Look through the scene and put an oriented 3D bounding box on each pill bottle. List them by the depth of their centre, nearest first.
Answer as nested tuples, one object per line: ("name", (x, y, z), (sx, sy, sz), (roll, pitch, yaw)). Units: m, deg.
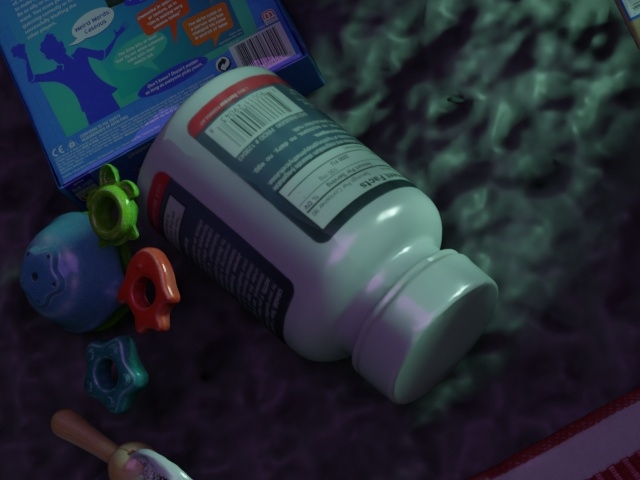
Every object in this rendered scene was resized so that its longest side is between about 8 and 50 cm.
("pill bottle", (0.000, 0.000, 1.015), (0.180, 0.108, 0.108), (41, 85, 23))

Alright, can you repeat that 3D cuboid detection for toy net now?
("toy net", (-0.093, 0.082, 1.028), (0.122, 0.045, 0.232), (-30, 74, 37))

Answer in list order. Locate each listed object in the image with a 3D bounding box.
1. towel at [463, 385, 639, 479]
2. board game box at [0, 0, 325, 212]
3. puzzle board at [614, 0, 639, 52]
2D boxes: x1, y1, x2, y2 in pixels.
("towel", (0.180, 0.194, 0.872), (0.237, 0.037, 0.329), (-28, 43, 3))
("board game box", (-0.113, -0.144, 1.126), (0.160, 0.047, 0.210), (-27, 67, 5))
("puzzle board", (0.189, -0.113, 0.899), (0.096, 0.011, 0.128), (-27, 92, 3))
